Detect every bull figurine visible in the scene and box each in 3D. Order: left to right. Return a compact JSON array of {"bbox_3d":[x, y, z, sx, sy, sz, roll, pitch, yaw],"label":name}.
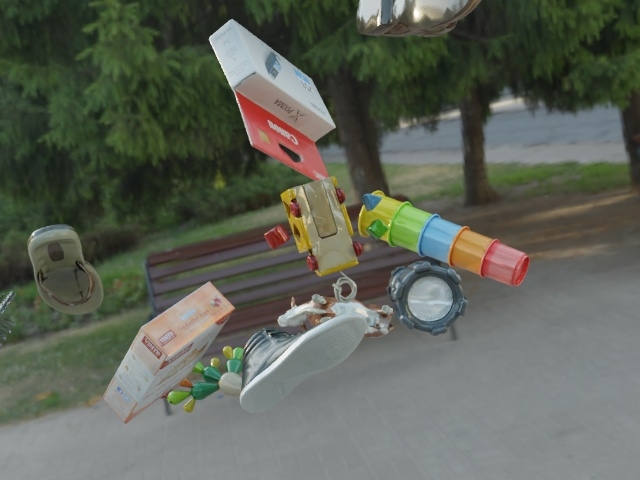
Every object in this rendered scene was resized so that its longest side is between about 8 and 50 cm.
[{"bbox_3d":[0.045,0.198,2.284,0.310,0.101,0.188,4,-7,-3],"label":"bull figurine"}]

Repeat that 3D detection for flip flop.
[{"bbox_3d":[-0.448,0.069,1.554,0.112,0.080,0.277,-22,-27,-17],"label":"flip flop"}]

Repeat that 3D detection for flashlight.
[{"bbox_3d":[0.144,0.076,1.297,0.103,0.103,0.304,11,1,-1],"label":"flashlight"}]

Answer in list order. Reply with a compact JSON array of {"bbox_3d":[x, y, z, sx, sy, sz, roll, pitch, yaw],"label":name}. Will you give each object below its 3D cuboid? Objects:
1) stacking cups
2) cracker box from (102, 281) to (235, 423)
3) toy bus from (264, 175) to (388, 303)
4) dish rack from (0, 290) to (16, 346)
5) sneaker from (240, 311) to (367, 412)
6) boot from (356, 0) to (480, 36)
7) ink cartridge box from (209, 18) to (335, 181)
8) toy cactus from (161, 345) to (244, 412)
[{"bbox_3d":[0.226,-0.006,1.598,0.316,0.096,0.096,20,25,29],"label":"stacking cups"},{"bbox_3d":[-0.247,0.183,1.410,0.156,0.067,0.232,-36,-13,-44],"label":"cracker box"},{"bbox_3d":[0.001,-0.013,1.560,0.191,0.202,0.104,29,-12,-12],"label":"toy bus"},{"bbox_3d":[-0.766,0.245,1.980,0.271,0.074,0.208,-51,16,12],"label":"dish rack"},{"bbox_3d":[-0.047,0.200,1.709,0.296,0.104,0.147,-37,35,13],"label":"sneaker"},{"bbox_3d":[0.169,-0.353,1.284,0.115,0.112,0.305,7,3,-23],"label":"boot"},{"bbox_3d":[-0.067,-0.253,1.675,0.066,0.261,0.296,-34,-28,19],"label":"ink cartridge box"},{"bbox_3d":[-0.220,0.302,1.846,0.180,0.112,0.219,14,22,40],"label":"toy cactus"}]
